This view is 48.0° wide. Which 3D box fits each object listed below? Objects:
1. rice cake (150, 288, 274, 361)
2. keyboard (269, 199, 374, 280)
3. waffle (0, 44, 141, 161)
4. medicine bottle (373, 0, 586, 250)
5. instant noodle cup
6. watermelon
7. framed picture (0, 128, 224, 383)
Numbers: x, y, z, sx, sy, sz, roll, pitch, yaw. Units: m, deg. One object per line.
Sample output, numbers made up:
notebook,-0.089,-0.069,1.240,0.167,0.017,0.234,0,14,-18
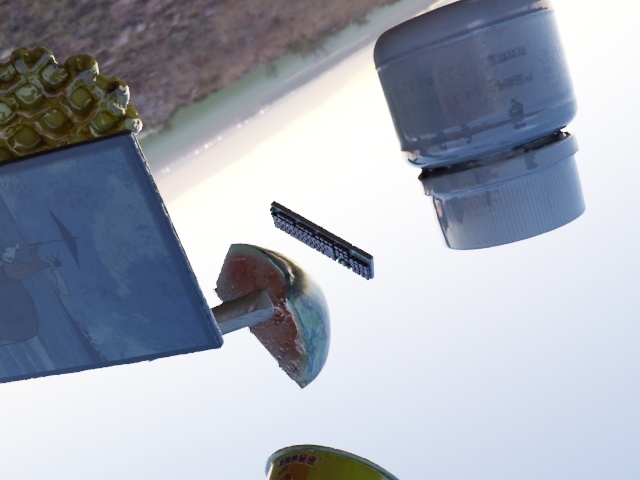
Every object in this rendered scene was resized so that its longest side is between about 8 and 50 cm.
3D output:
rice cake,-0.208,0.154,1.304,0.256,0.057,0.052,-20,150,-3
keyboard,0.000,0.000,0.956,0.017,0.166,0.055,-48,154,-26
waffle,-0.319,-0.085,0.797,0.249,0.253,0.056,-10,-153,-15
medicine bottle,0.221,-0.161,0.974,0.245,0.306,0.245,-17,-172,2
instant noodle cup,0.001,0.458,1.065,0.264,0.264,0.200,-23,-152,39
watermelon,-0.072,0.139,1.429,0.180,0.305,0.224,-43,149,-2
framed picture,-0.303,0.037,0.771,0.346,0.265,0.016,-10,-152,13
